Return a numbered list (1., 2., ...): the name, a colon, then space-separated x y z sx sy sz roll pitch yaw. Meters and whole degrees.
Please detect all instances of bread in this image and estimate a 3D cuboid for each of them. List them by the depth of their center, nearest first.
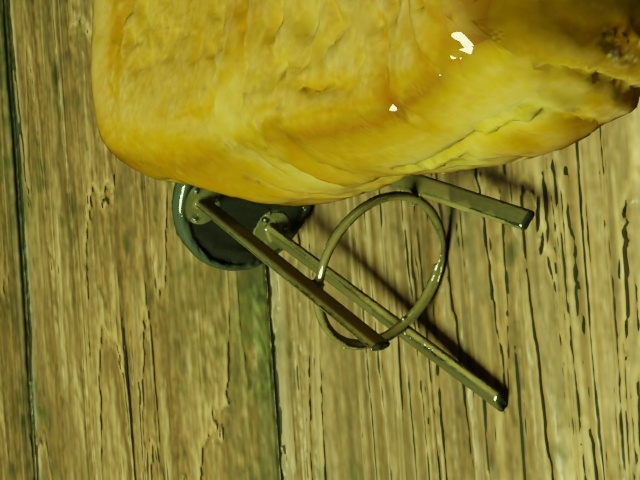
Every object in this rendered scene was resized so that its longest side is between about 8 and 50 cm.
1. bread: 0.029 -0.180 0.729 0.328 0.148 0.337 -15 70 55

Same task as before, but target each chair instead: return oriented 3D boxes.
1. chair: 0.001 0.000 0.833 0.221 0.095 0.104 34 123 48
